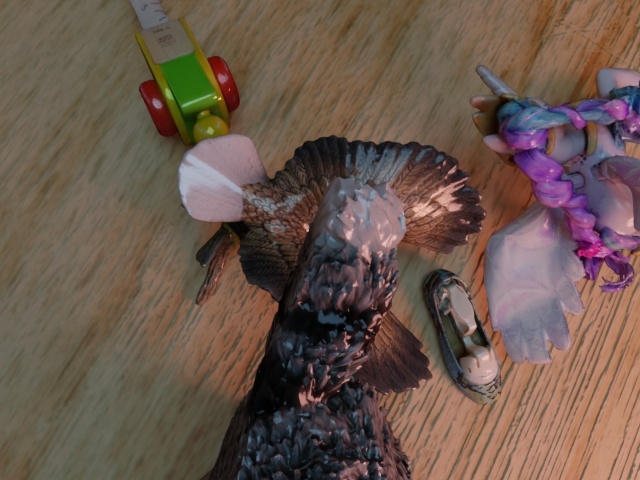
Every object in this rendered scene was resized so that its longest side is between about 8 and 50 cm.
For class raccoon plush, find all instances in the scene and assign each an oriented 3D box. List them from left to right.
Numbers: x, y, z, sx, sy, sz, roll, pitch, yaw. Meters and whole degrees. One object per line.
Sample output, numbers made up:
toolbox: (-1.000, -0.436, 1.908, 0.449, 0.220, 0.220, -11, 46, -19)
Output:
raccoon plush: (0.073, 0.211, 0.385, 0.299, 0.216, 0.447, 19, 110, -9)

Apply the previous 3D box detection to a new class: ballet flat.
ballet flat: (0.187, 0.126, 0.629, 0.070, 0.070, 0.189, -25, 85, -11)

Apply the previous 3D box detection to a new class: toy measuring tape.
toy measuring tape: (-0.189, -0.225, 0.636, 0.121, 0.121, 0.330, -25, 62, -11)

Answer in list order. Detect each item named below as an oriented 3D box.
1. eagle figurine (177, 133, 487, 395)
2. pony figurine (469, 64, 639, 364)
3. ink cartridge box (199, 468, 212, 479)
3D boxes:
eagle figurine: (0.006, -0.002, 0.548, 0.298, 0.227, 0.225, 19, 32, 31)
pony figurine: (0.336, -0.047, 0.581, 0.363, 0.302, 0.351, -14, 83, -36)
ink cartridge box: (-0.086, 0.331, 0.547, 0.208, 0.087, 0.153, -37, 88, -12)
